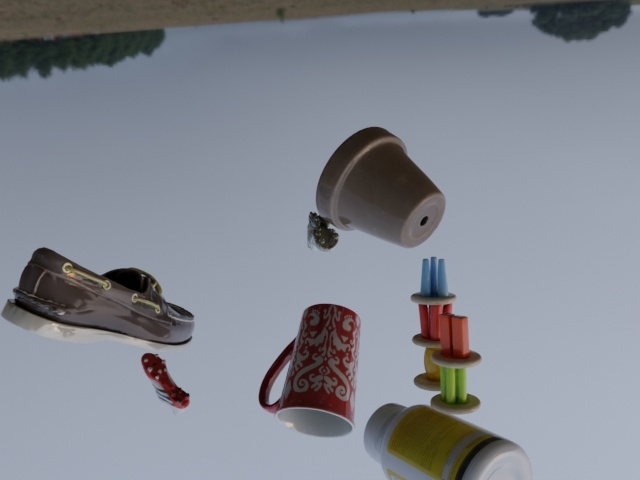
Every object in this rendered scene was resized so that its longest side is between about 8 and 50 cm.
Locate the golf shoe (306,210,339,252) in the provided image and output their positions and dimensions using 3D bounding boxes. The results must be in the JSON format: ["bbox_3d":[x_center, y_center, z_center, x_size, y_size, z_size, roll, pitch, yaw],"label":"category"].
[{"bbox_3d":[0.000,0.000,1.670,0.069,0.085,0.176,12,-155,-12],"label":"golf shoe"}]

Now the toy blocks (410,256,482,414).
[{"bbox_3d":[0.135,0.097,0.722,0.054,0.148,0.123,-4,-173,-7],"label":"toy blocks"}]

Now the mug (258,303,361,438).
[{"bbox_3d":[-0.013,0.183,0.966,0.151,0.113,0.169,6,-124,7],"label":"mug"}]

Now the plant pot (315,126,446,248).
[{"bbox_3d":[0.156,-0.100,1.538,0.263,0.262,0.229,-20,-135,-38],"label":"plant pot"}]

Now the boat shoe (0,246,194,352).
[{"bbox_3d":[-0.268,0.084,0.892,0.117,0.096,0.324,19,177,29],"label":"boat shoe"}]

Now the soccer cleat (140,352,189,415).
[{"bbox_3d":[-0.183,0.167,0.770,0.083,0.035,0.029,45,-141,16],"label":"soccer cleat"}]

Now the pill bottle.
[{"bbox_3d":[0.132,0.242,0.733,0.103,0.103,0.184,-16,-166,-31],"label":"pill bottle"}]
